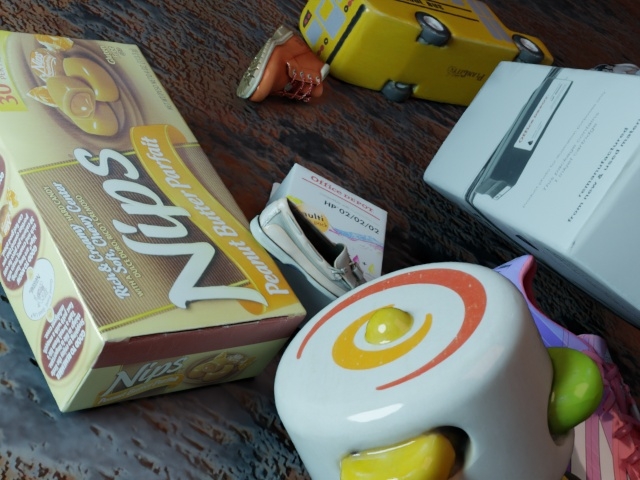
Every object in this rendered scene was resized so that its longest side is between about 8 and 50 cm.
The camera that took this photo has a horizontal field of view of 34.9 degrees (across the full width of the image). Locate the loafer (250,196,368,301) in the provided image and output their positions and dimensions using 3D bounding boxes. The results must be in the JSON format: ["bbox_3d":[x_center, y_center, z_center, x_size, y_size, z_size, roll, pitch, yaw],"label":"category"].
[{"bbox_3d":[0.002,0.012,0.812,0.125,0.039,0.045,36,23,-24],"label":"loafer"}]

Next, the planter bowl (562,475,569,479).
[{"bbox_3d":[0.144,0.225,0.768,0.217,0.090,0.217,24,36,-18],"label":"planter bowl"}]

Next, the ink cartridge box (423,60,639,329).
[{"bbox_3d":[0.298,-0.019,0.958,0.285,0.166,0.395,34,4,-15],"label":"ink cartridge box"}]

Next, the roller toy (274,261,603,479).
[{"bbox_3d":[0.069,0.111,0.722,0.209,0.191,0.146,-37,115,-24],"label":"roller toy"}]

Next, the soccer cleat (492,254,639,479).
[{"bbox_3d":[0.231,0.152,0.884,0.318,0.116,0.108,52,6,24],"label":"soccer cleat"}]

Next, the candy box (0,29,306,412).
[{"bbox_3d":[-0.170,-0.029,0.798,0.183,0.087,0.316,-5,52,-44],"label":"candy box"}]

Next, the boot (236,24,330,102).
[{"bbox_3d":[-0.036,-0.182,1.123,0.085,0.059,0.158,38,33,-6],"label":"boot"}]

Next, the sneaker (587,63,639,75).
[{"bbox_3d":[0.441,-0.155,1.349,0.366,0.210,0.137,-40,120,-51],"label":"sneaker"}]

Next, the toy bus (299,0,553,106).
[{"bbox_3d":[0.145,-0.253,1.319,0.333,0.108,0.130,2,45,-39],"label":"toy bus"}]

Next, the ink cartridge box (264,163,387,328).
[{"bbox_3d":[0.000,0.000,0.933,0.104,0.061,0.181,28,35,-13],"label":"ink cartridge box"}]
